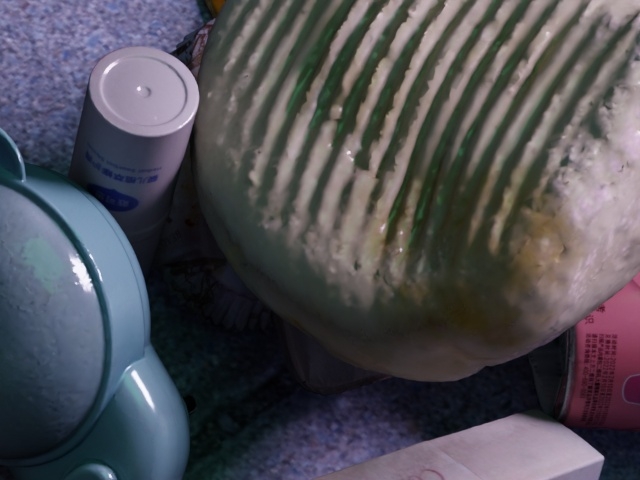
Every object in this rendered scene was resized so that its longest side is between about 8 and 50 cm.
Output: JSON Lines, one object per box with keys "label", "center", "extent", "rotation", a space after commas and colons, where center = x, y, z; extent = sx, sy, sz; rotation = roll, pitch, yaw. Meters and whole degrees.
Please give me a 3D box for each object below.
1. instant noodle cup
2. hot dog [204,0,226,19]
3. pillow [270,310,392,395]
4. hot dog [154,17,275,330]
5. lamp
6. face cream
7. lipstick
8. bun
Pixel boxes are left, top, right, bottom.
{"label": "instant noodle cup", "center": [0.292, 0.057, 1.489], "extent": [0.255, 0.244, 0.244], "rotation": [-1, 58, -6]}
{"label": "hot dog", "center": [-0.074, -0.189, 1.659], "extent": [0.037, 0.021, 0.083], "rotation": [-15, 62, -22]}
{"label": "pillow", "center": [0.000, 0.000, 1.465], "extent": [0.130, 0.038, 0.233], "rotation": [-12, 72, -30]}
{"label": "hot dog", "center": [-0.067, -0.057, 1.537], "extent": [0.144, 0.075, 0.268], "rotation": [7, 64, -10]}
{"label": "lamp", "center": [-0.200, 0.072, 1.352], "extent": [0.284, 0.209, 0.147], "rotation": [48, 36, -11]}
{"label": "face cream", "center": [-0.143, -0.032, 1.397], "extent": [0.077, 0.250, 0.077], "rotation": [7, 57, -10]}
{"label": "lipstick", "center": [0.044, 0.196, 1.324], "extent": [0.371, 0.080, 0.076], "rotation": [-13, 38, -44]}
{"label": "bun", "center": [0.094, -0.075, 1.375], "extent": [0.365, 0.219, 0.365], "rotation": [-8, 67, 21]}
